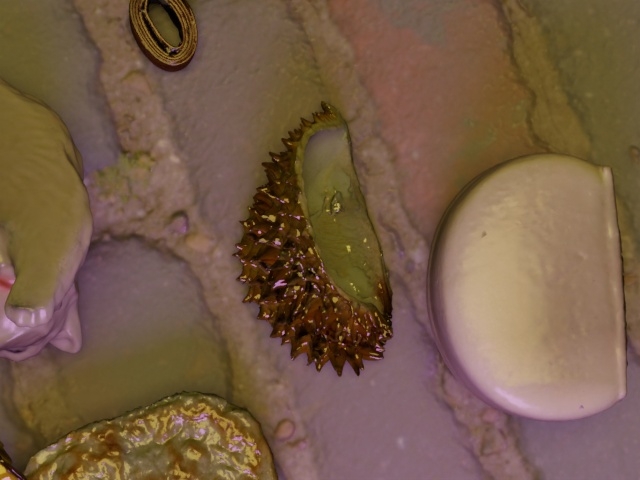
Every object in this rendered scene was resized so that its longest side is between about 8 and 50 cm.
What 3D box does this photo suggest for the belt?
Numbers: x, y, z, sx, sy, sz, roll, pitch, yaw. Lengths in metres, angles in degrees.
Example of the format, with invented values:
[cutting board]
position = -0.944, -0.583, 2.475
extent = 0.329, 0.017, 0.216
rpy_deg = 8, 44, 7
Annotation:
[belt]
position = -0.146, -0.201, 1.778
extent = 0.059, 0.036, 0.083
rpy_deg = -29, 86, -10

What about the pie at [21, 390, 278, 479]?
[pie]
position = -0.154, 0.252, 1.712
extent = 0.248, 0.090, 0.201
rpy_deg = -20, 87, -4

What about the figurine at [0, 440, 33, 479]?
[figurine]
position = -0.374, 0.279, 1.675
extent = 0.263, 0.143, 0.162
rpy_deg = -45, 51, -1

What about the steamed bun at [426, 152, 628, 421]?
[steamed bun]
position = 0.180, 0.043, 1.705
extent = 0.164, 0.146, 0.242
rpy_deg = -4, 87, -4

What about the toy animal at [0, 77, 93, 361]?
[toy animal]
position = -0.328, -0.029, 1.719
extent = 0.307, 0.188, 0.266
rpy_deg = 10, 64, 14

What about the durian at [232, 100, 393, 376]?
[durian]
position = 0.000, 0.000, 1.733
extent = 0.139, 0.144, 0.252
rpy_deg = -17, 80, -24
